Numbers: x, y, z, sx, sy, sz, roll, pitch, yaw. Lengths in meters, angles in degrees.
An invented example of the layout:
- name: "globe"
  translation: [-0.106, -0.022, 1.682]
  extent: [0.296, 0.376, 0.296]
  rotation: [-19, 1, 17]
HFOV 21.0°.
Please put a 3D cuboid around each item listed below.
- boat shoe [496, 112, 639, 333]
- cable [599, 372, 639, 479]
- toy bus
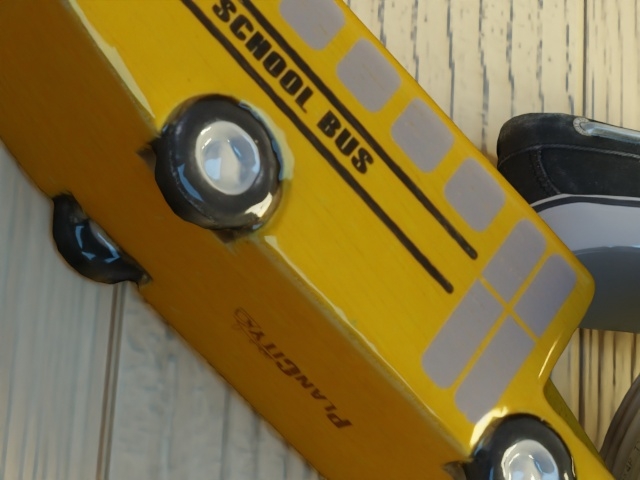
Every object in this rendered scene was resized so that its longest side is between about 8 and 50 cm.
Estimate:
- name: "boat shoe"
  translation: [0.224, -0.002, 0.868]
  extent: [0.306, 0.113, 0.105]
  rotation: [7, 60, -17]
- name: "cable"
  translation: [0.243, 0.109, 0.787]
  extent: [0.257, 0.089, 0.257]
  rotation: [-1, 117, -21]
- name: "toy bus"
  translation: [0.000, 0.000, 0.721]
  extent: [0.332, 0.108, 0.130]
  rotation: [46, 56, -14]
